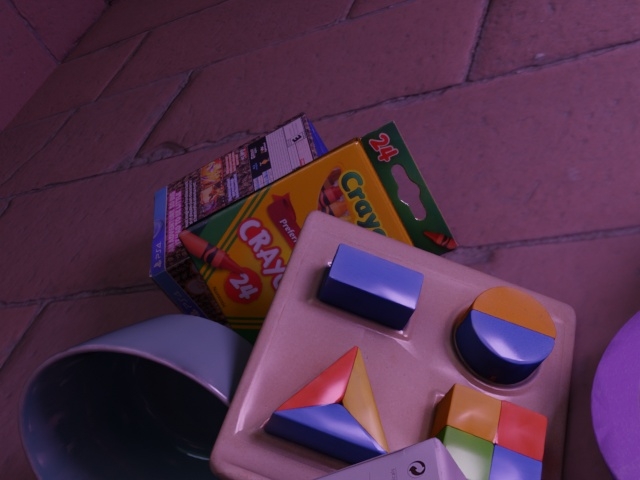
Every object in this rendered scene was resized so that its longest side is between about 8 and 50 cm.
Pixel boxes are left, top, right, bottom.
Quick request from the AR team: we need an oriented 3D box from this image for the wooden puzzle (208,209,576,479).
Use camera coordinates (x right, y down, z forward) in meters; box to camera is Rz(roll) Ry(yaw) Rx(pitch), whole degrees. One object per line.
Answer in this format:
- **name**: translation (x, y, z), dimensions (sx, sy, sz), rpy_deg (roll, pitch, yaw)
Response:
- **wooden puzzle**: translation (0.099, 0.124, 0.751), dimensions (0.322, 0.080, 0.347), rpy_deg (20, 48, 0)

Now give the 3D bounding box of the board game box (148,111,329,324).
- **board game box**: translation (-0.104, -0.031, 1.196), dimensions (0.291, 0.141, 0.232), rpy_deg (-27, 36, 10)

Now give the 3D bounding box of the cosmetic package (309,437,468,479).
- **cosmetic package**: translation (0.021, 0.305, 0.497), dimensions (0.285, 0.377, 0.097), rpy_deg (-22, 36, 17)

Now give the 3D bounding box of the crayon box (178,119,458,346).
- **crayon box**: translation (0.000, 0.000, 1.016), dimensions (0.319, 0.202, 0.081), rpy_deg (-28, 8, 9)

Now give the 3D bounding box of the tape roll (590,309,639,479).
- **tape roll**: translation (0.378, 0.153, 0.644), dimensions (0.275, 0.090, 0.274), rpy_deg (-22, 36, 17)

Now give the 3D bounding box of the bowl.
- **bowl**: translation (-0.159, 0.208, 0.866), dimensions (0.312, 0.311, 0.163), rpy_deg (-14, 19, 26)
